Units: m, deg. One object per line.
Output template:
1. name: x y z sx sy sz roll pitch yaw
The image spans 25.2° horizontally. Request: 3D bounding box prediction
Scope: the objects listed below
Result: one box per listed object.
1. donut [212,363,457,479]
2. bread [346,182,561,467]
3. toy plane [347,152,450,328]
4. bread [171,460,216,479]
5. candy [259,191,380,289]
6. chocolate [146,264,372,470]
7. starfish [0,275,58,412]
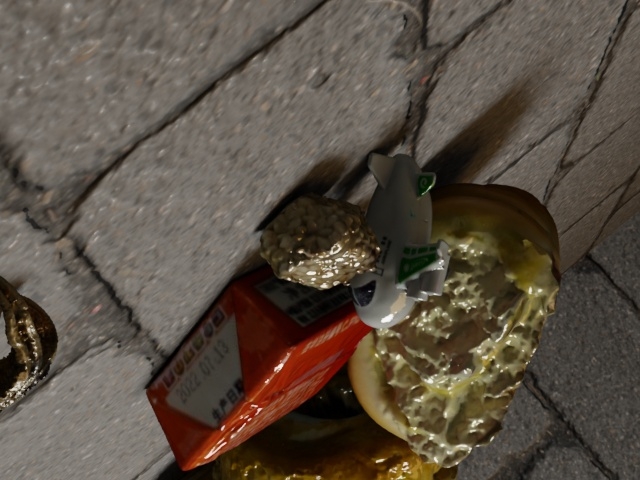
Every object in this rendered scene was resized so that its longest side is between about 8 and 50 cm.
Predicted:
1. donut: 0.024 0.246 1.842 0.330 0.330 0.159 -28 134 -45
2. bread: 0.146 0.071 1.679 0.270 0.211 0.315 -74 -173 -69
3. toy plane: 0.066 0.001 1.401 0.080 0.174 0.174 7 137 -38
4. bread: -0.092 0.363 2.012 0.253 0.142 0.227 -34 -155 -3
5. candy: 0.000 0.000 1.338 0.095 0.085 0.110 -38 159 22
6. chocolate: -0.046 0.109 1.521 0.237 0.108 0.235 -24 159 -50
7. starfish: -0.259 0.103 0.956 0.190 0.074 0.146 -39 173 -1
